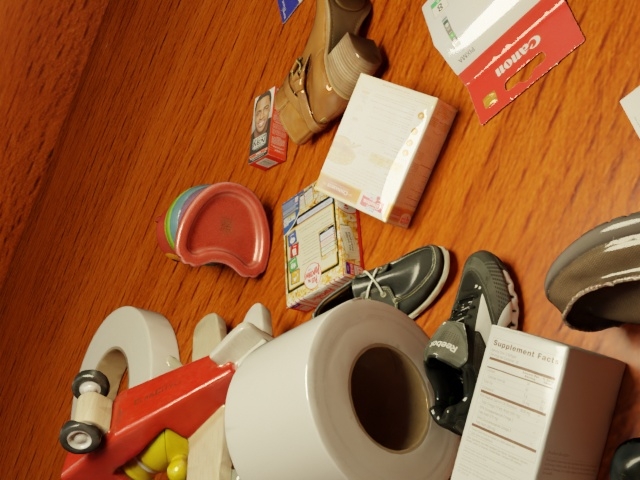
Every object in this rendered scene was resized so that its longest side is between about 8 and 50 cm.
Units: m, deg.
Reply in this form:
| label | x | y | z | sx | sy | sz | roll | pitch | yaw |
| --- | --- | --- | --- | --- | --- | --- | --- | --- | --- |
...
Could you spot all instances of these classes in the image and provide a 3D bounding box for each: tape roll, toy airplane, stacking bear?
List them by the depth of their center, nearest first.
| label | x | y | z | sx | sy | sz | roll | pitch | yaw |
| --- | --- | --- | --- | --- | --- | --- | --- | --- | --- |
| tape roll | 0.029 | 0.212 | 0.953 | 0.169 | 0.246 | 0.246 | -31 | 52 | 43 |
| toy airplane | -0.181 | 0.282 | 1.240 | 0.384 | 0.272 | 0.386 | 3 | 41 | 44 |
| stacking bear | -0.230 | -0.021 | 1.489 | 0.289 | 0.175 | 0.164 | -3 | 75 | 61 |
| tape roll | -0.423 | 0.335 | 1.662 | 0.392 | 0.072 | 0.392 | -27 | 54 | 45 |

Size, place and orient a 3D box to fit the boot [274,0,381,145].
| label | x | y | z | sx | sy | sz | roll | pitch | yaw |
| --- | --- | --- | --- | --- | --- | --- | --- | --- | --- |
| boot | -0.001 | -0.323 | 1.364 | 0.220 | 0.109 | 0.283 | -44 | 51 | 39 |

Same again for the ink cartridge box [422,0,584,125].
| label | x | y | z | sx | sy | sz | roll | pitch | yaw |
| --- | --- | --- | --- | --- | --- | --- | --- | --- | --- |
| ink cartridge box | 0.237 | -0.297 | 1.058 | 0.181 | 0.056 | 0.225 | -41 | 44 | 37 |

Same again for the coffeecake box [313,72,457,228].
| label | x | y | z | sx | sy | sz | roll | pitch | yaw |
| --- | --- | --- | --- | --- | --- | --- | --- | --- | --- |
| coffeecake box | 0.092 | -0.130 | 1.134 | 0.142 | 0.068 | 0.186 | 28 | 98 | 36 |

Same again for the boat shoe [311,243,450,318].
| label | x | y | z | sx | sy | sz | roll | pitch | yaw |
| --- | --- | --- | --- | --- | --- | --- | --- | --- | --- |
| boat shoe | 0.083 | 0.074 | 1.085 | 0.233 | 0.079 | 0.084 | -35 | 48 | 39 |

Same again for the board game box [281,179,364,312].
| label | x | y | z | sx | sy | sz | roll | pitch | yaw |
| --- | --- | --- | --- | --- | --- | --- | --- | --- | --- |
| board game box | 0.000 | 0.000 | 1.254 | 0.146 | 0.045 | 0.194 | -31 | 52 | 43 |

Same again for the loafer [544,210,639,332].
| label | x | y | z | sx | sy | sz | roll | pitch | yaw |
| --- | --- | --- | --- | --- | --- | --- | --- | --- | --- |
| loafer | 0.358 | 0.036 | 0.677 | 0.366 | 0.133 | 0.130 | -23 | 57 | 47 |

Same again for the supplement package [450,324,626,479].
| label | x | y | z | sx | sy | sz | roll | pitch | yaw |
| --- | --- | --- | --- | --- | --- | --- | --- | --- | --- |
| supplement package | 0.226 | 0.192 | 0.814 | 0.105 | 0.105 | 0.179 | 12 | 85 | 55 |

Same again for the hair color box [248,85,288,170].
| label | x | y | z | sx | sy | sz | roll | pitch | yaw |
| --- | --- | --- | --- | --- | --- | --- | --- | --- | --- |
| hair color box | -0.095 | -0.211 | 1.475 | 0.072 | 0.043 | 0.141 | -20 | 60 | 50 |

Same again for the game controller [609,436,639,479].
| label | x | y | z | sx | sy | sz | roll | pitch | yaw |
| --- | --- | --- | --- | --- | --- | --- | --- | --- | --- |
| game controller | 0.369 | 0.250 | 0.592 | 0.319 | 0.067 | 0.167 | 0 | 100 | 53 |

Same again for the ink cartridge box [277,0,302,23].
| label | x | y | z | sx | sy | sz | roll | pitch | yaw |
| --- | --- | --- | --- | --- | --- | --- | --- | --- | --- |
| ink cartridge box | 0.000 | -0.613 | 1.508 | 0.371 | 0.069 | 0.176 | -45 | 43 | 36 |

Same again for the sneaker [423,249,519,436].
| label | x | y | z | sx | sy | sz | roll | pitch | yaw |
| --- | --- | --- | --- | --- | --- | --- | --- | --- | --- |
| sneaker | 0.173 | 0.118 | 0.917 | 0.078 | 0.106 | 0.234 | -11 | 67 | 50 |

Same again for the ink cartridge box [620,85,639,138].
| label | x | y | z | sx | sy | sz | roll | pitch | yaw |
| --- | --- | --- | --- | --- | --- | --- | --- | --- | --- |
| ink cartridge box | 0.386 | -0.133 | 0.749 | 0.143 | 0.092 | 0.090 | -41 | 45 | 34 |
